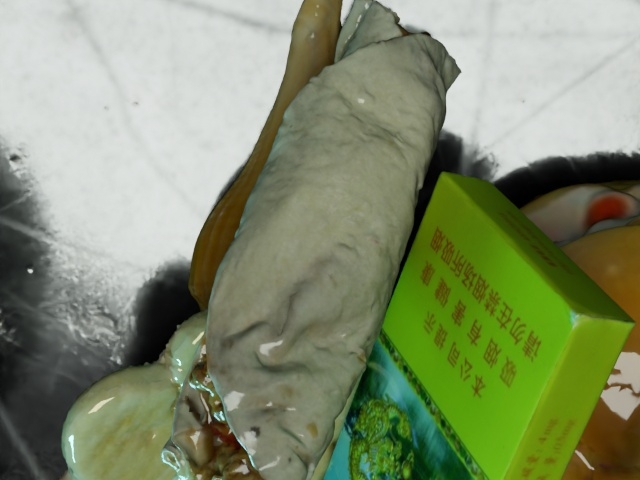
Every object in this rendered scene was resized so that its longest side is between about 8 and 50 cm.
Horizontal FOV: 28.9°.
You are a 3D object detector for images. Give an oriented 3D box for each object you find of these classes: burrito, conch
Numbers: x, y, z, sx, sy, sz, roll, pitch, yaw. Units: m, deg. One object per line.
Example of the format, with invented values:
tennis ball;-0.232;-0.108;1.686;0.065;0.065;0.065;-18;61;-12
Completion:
burrito;0.000;0.000;0.799;0.117;0.076;0.392;33;60;-19
conch;-0.028;-0.028;0.891;0.109;0.093;0.331;15;102;4

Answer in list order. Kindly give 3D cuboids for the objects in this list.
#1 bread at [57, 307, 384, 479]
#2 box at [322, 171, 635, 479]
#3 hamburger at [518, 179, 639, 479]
bread;-0.055;0.169;0.898;0.315;0.054;0.316;-11;124;-17
box;0.073;0.145;0.795;0.047;0.187;0.335;8;114;-26
hamburger;0.222;0.096;0.847;0.276;0.237;0.277;1;105;2
